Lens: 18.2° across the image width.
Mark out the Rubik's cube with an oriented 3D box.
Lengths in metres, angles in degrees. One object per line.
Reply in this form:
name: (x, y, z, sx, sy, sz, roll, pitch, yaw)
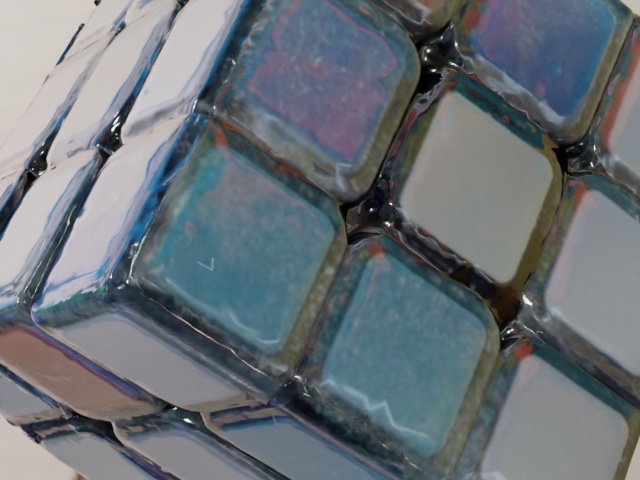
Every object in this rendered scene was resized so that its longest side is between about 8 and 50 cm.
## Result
Rubik's cube: (0.000, 0.000, 1.249, 0.359, 0.363, 0.362, -22, 35, 56)
